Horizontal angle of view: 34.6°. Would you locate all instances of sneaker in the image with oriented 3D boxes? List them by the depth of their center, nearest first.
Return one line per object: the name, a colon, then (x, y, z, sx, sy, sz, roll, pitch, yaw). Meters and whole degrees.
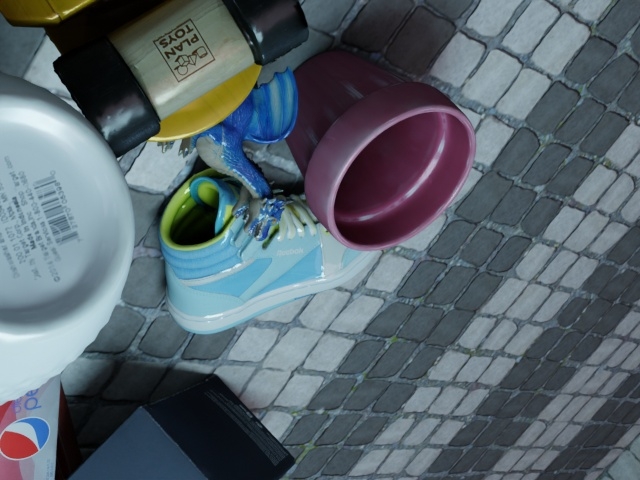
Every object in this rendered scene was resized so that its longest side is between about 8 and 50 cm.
sneaker: (-0.050, -0.024, 1.240, 0.319, 0.127, 0.208, -29, 144, -16)

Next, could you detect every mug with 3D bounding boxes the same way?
mug: (-0.309, -0.045, 0.792, 0.276, 0.374, 0.328, -9, 179, -42)

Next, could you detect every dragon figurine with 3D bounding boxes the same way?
dragon figurine: (-0.082, -0.148, 1.085, 0.144, 0.085, 0.289, 7, 94, -38)

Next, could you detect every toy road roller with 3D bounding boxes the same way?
toy road roller: (-0.180, -0.239, 0.879, 0.202, 0.240, 0.329, -34, 106, -8)

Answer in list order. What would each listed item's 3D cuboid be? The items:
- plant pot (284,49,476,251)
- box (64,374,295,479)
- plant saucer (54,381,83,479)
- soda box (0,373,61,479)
plant pot: (0.047, -0.118, 1.177, 0.201, 0.180, 0.201, -23, 141, -21)
box: (-0.239, 0.370, 1.345, 0.343, 0.179, 0.312, -45, 171, 8)
plant saucer: (-0.432, 0.296, 1.309, 0.259, 0.047, 0.258, -22, 140, -21)
soda box: (-0.348, 0.165, 1.162, 0.083, 0.092, 0.263, -8, 122, -32)
